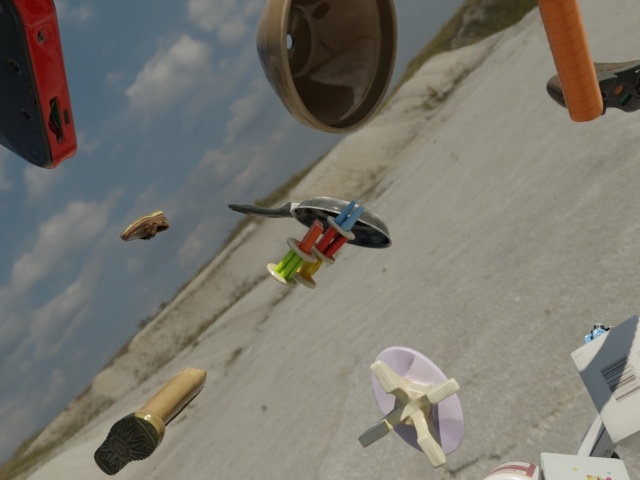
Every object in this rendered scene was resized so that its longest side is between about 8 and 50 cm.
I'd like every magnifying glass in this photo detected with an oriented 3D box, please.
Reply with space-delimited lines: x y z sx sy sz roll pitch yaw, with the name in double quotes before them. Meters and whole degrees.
"magnifying glass" 0.131 -0.172 0.364 0.026 0.230 0.092 -8 38 30

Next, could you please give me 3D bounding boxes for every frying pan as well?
"frying pan" -0.005 -0.038 1.217 0.326 0.197 0.053 8 73 43

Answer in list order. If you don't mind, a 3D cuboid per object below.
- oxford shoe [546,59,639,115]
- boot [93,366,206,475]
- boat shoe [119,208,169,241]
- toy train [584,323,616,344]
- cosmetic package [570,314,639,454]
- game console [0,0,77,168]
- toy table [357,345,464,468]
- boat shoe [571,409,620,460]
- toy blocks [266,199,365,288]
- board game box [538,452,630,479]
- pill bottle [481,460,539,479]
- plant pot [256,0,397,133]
"oxford shoe" 0.437 -0.245 0.956 0.227 0.096 0.082 -11 -52 -30
"boot" -0.328 0.347 1.312 0.236 0.089 0.269 -36 3 35
"boat shoe" -0.475 -0.033 1.711 0.064 0.060 0.178 -40 1 29
"toy train" 0.787 0.319 1.714 0.080 0.105 0.184 96 -177 -65
"cosmetic package" 0.665 0.309 1.191 0.155 0.366 0.196 -43 39 29
"game console" -0.514 -0.294 0.901 0.060 0.342 0.386 -53 -8 -34
"toy table" 0.210 0.374 1.407 0.252 0.274 0.161 -48 -12 12
"boat shoe" 0.594 0.456 1.336 0.095 0.084 0.258 -19 -49 -62
"toy blocks" 0.000 0.000 0.926 0.148 0.054 0.123 -52 -22 11
"board game box" 0.277 0.420 0.657 0.224 0.098 0.303 -48 -42 -69
"pill bottle" 0.501 0.684 1.584 0.224 0.224 0.392 -53 -25 4
"plant pot" -0.006 -0.265 0.833 0.237 0.110 0.237 -21 -61 -46
